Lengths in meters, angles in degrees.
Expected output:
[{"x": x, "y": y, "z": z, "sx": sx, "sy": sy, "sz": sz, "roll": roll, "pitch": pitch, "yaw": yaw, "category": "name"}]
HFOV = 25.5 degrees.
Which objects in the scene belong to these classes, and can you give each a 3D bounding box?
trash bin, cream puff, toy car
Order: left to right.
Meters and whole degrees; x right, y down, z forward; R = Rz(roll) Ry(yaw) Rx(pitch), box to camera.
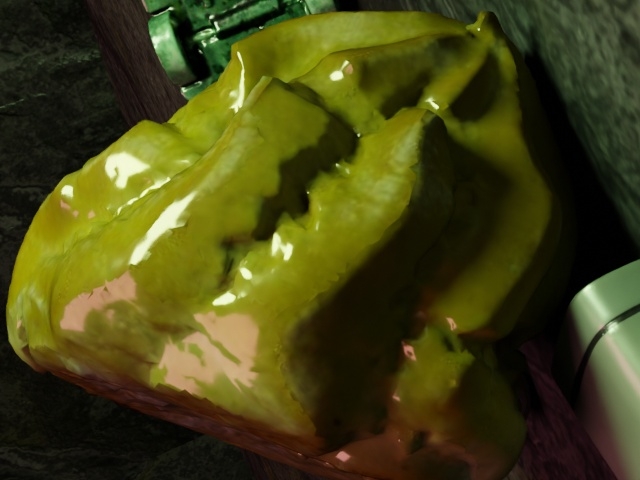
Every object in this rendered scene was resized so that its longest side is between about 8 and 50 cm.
[{"x": -0.082, "y": -0.243, "z": 1.033, "sx": 0.125, "sy": 0.136, "sz": 0.306, "roll": -68, "pitch": -44, "yaw": -80, "category": "toy car"}, {"x": -0.001, "y": 0.000, "z": 0.799, "sx": 0.291, "sy": 0.257, "sz": 0.324, "roll": 21, "pitch": 170, "yaw": 9, "category": "cream puff"}, {"x": 0.171, "y": 0.089, "z": 0.686, "sx": 0.130, "sy": 0.059, "sz": 0.116, "roll": 60, "pitch": 169, "yaw": 26, "category": "trash bin"}]

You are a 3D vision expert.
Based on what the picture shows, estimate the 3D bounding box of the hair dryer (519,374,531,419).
[{"x": 0.102, "y": 0.056, "z": 1.003, "sx": 0.106, "sy": 0.054, "sz": 0.154, "roll": -148, "pitch": 46, "yaw": -78, "category": "hair dryer"}]
